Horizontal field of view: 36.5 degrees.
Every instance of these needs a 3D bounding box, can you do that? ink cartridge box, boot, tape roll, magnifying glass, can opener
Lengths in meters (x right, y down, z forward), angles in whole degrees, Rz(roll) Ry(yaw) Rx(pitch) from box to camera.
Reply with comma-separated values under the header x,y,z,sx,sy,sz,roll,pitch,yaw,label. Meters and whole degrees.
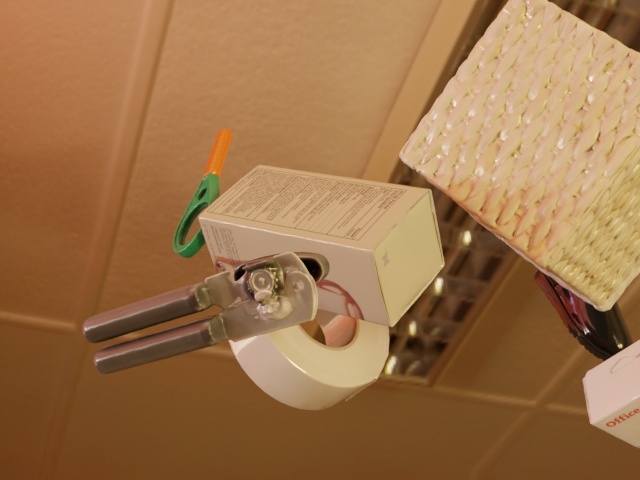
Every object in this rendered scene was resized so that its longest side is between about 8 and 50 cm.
x,y,z,sx,sy,sz,roll,pitch,yaw,label
0.488,0.226,1.336,0.203,0.085,0.148,27,-48,-21,ink cartridge box
0.487,0.060,1.652,0.094,0.246,0.207,-2,-46,-33,boot
-0.019,0.144,1.670,0.286,0.286,0.100,25,-46,-26,tape roll
-0.168,-0.073,1.448,0.026,0.230,0.092,31,-39,-27,magnifying glass
-0.121,0.076,1.053,0.284,0.095,0.076,-17,-85,25,can opener

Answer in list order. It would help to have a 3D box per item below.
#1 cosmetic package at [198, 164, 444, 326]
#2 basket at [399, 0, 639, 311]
x,y,z,sx,sy,sz,roll,pitch,yaw,label
0.000,0.000,1.324,0.296,0.153,0.129,12,-49,37,cosmetic package
0.356,-0.133,1.410,0.331,0.328,0.266,-53,-34,8,basket
